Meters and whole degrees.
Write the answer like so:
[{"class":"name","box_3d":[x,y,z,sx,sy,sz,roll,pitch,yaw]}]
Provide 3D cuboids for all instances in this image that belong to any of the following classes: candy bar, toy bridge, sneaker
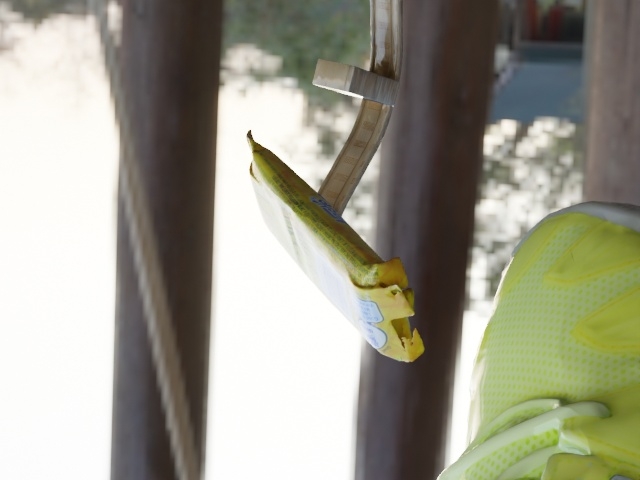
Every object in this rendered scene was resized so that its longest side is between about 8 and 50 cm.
[{"class":"candy bar","box_3d":[0.000,0.000,0.630,0.018,0.040,0.161,-21,-155,-12]},{"class":"toy bridge","box_3d":[0.021,-0.088,0.969,0.026,0.188,0.063,16,-177,29]},{"class":"sneaker","box_3d":[0.071,0.130,0.473,0.147,0.384,0.145,28,134,-25]}]
